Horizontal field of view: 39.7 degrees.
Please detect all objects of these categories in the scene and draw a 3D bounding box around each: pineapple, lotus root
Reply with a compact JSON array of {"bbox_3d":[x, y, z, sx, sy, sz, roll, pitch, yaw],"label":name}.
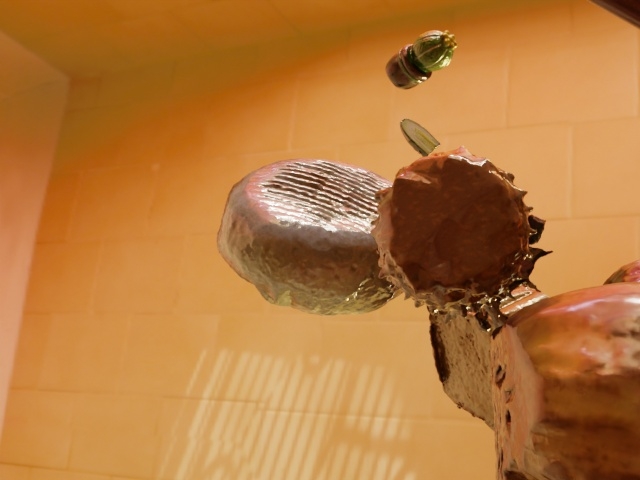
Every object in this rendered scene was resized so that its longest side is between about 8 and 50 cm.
[{"bbox_3d":[0.159,0.012,0.940,0.364,0.165,0.166,29,-118,-70],"label":"pineapple"},{"bbox_3d":[0.252,0.175,0.717,0.316,0.250,0.316,7,-90,-76],"label":"lotus root"}]

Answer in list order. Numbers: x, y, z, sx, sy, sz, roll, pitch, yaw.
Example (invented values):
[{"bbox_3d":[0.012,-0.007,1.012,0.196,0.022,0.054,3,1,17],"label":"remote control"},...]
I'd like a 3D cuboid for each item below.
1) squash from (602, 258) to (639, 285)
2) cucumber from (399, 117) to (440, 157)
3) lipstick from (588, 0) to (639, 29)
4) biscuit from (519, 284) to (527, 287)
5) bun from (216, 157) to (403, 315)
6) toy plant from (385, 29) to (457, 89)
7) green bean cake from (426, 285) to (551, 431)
[{"bbox_3d":[0.395,0.126,1.091,0.218,0.172,0.218,-38,-25,-22],"label":"squash"},{"bbox_3d":[0.231,-0.248,2.150,0.107,0.035,0.067,45,-127,1],"label":"cucumber"},{"bbox_3d":[0.601,-0.333,1.449,0.057,0.356,0.057,-57,-6,-9],"label":"lipstick"},{"bbox_3d":[0.376,0.028,1.771,0.194,0.053,0.195,-8,-90,-69],"label":"biscuit"},{"bbox_3d":[0.000,0.000,1.452,0.362,0.362,0.211,-28,-41,-58],"label":"bun"},{"bbox_3d":[0.224,-0.396,1.930,0.093,0.162,0.093,28,-132,-37],"label":"toy plant"},{"bbox_3d":[0.278,0.174,1.388,0.131,0.229,0.224,-24,-67,-25],"label":"green bean cake"}]
